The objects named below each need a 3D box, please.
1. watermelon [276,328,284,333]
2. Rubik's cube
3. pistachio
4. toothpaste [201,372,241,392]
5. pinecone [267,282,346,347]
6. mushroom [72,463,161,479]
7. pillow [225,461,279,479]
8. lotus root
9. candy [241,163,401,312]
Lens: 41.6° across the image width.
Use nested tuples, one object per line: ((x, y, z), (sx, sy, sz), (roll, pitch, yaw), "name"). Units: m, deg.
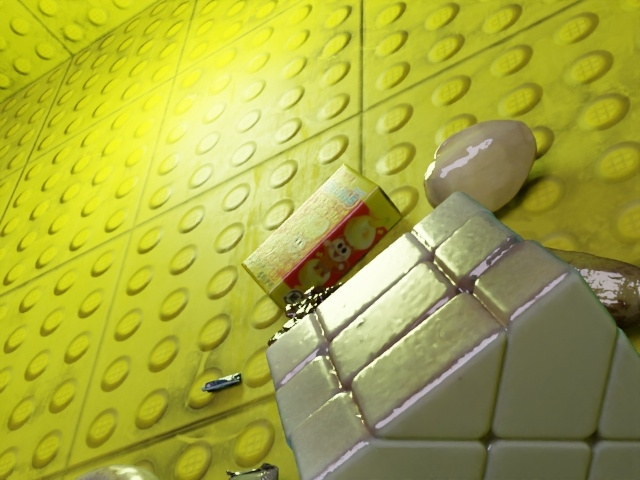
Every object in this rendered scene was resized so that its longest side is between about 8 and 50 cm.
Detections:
((-0.014, 0.181, 1.383), (0.135, 0.125, 0.094), (-47, 57, 47), "watermelon")
((0.168, 0.186, 0.913), (0.319, 0.322, 0.316), (-40, 20, 4), "Rubik's cube")
((0.263, -0.113, 1.376), (0.200, 0.117, 0.145), (-29, 75, 7), "pistachio")
((-0.176, 0.253, 1.491), (0.083, 0.019, 0.027), (-21, 23, 22), "toothpaste")
((0.053, 0.161, 1.208), (0.229, 0.201, 0.202), (19, 63, 48), "pinecone")
((-0.344, 0.436, 1.311), (0.254, 0.195, 0.189), (-28, 34, 15), "mushroom")
((-0.128, 0.427, 1.229), (0.119, 0.053, 0.208), (-14, 44, 40), "pillow")
((0.329, 0.067, 1.134), (0.258, 0.097, 0.110), (12, 68, 41), "lotus root")
((0.000, 0.000, 1.527), (0.276, 0.088, 0.146), (-43, 34, -3), "candy")
